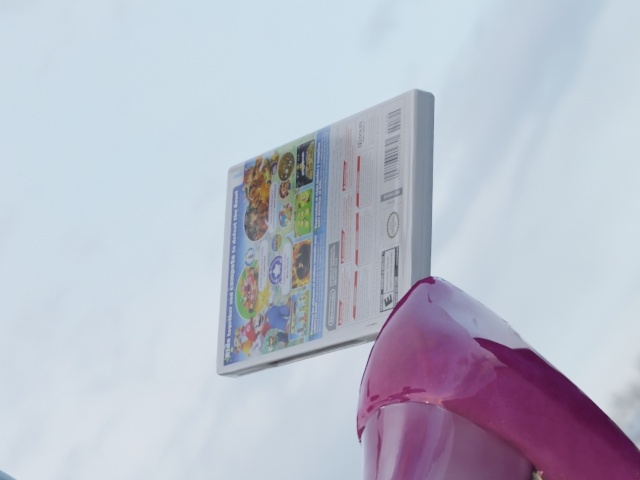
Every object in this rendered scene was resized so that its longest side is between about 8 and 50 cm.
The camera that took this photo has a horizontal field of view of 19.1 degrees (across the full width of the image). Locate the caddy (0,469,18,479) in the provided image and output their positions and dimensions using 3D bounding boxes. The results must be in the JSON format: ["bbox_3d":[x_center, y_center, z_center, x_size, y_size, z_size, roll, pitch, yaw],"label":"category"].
[{"bbox_3d":[-0.195,0.205,0.977,0.179,0.341,0.241,-44,-3,-25],"label":"caddy"}]

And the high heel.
[{"bbox_3d":[0.119,0.102,0.615,0.082,0.244,0.117,122,167,-48],"label":"high heel"}]

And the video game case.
[{"bbox_3d":[0.000,0.000,0.710,0.122,0.011,0.087,-19,64,51],"label":"video game case"}]
